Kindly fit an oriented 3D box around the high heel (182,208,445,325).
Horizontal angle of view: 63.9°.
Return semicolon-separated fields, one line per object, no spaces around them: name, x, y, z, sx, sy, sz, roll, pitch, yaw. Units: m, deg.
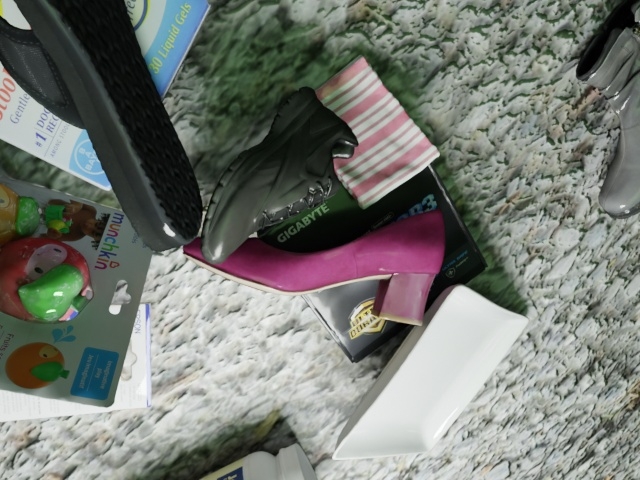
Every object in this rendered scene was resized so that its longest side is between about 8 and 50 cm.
high heel;0.000;0.000;0.756;0.376;0.127;0.182;15;85;-16

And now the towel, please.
towel;0.064;-0.162;0.766;0.144;0.029;0.197;-36;82;1

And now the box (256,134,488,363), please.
box;0.092;0.012;0.860;0.295;0.073;0.293;-35;114;-1

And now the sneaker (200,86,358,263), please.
sneaker;-0.048;-0.076;0.680;0.130;0.109;0.286;36;70;-1

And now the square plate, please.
square plate;0.204;0.240;0.914;0.347;0.049;0.344;24;104;-48

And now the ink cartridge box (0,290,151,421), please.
ink cartridge box;-0.428;0.161;0.713;0.370;0.069;0.176;1;107;-15

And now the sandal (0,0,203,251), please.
sandal;-0.250;-0.182;0.504;0.106;0.168;0.446;-14;112;9

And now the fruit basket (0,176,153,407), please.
fruit basket;-0.390;0.019;0.612;0.352;0.327;0.166;13;129;-15

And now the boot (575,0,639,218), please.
boot;0.512;-0.226;0.869;0.222;0.118;0.338;26;90;-17

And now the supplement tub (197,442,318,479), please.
supplement tub;-0.148;0.519;0.887;0.324;0.235;0.236;-25;113;-5

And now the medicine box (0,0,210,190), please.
medicine box;-0.324;-0.251;0.623;0.289;0.149;0.264;27;100;-22
